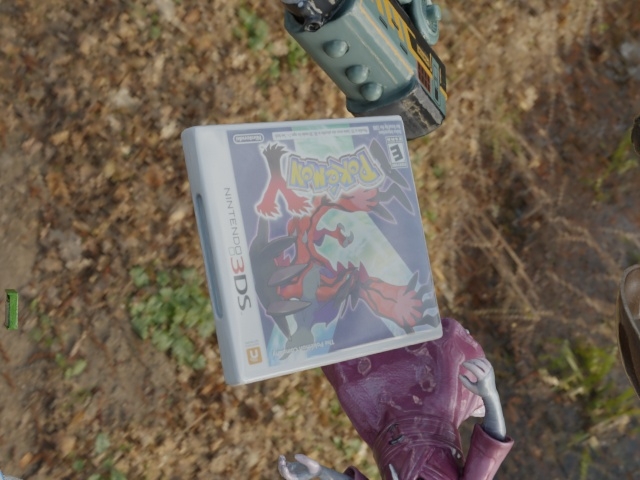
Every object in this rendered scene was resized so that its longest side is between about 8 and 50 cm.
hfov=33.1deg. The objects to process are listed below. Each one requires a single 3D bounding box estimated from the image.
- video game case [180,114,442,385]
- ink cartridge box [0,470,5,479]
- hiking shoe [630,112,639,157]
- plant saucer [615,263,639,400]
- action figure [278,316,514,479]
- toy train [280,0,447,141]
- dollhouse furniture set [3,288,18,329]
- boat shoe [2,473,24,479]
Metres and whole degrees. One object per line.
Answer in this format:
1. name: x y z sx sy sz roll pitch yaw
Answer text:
1. video game case: 0.000 0.000 0.807 0.201 0.023 0.183 -8 86 -39
2. ink cartridge box: -0.392 0.353 1.292 0.060 0.180 0.104 -21 71 -24
3. hiking shoe: 0.324 -0.006 0.683 0.113 0.132 0.304 -12 30 -43
4. plant saucer: 0.347 0.142 0.848 0.310 0.050 0.311 28 26 -15
5. action figure: 0.102 0.251 1.256 0.370 0.248 0.276 -96 167 -51
6. toy train: 0.050 -0.261 1.289 0.334 0.142 0.190 43 40 -50
7. dollhouse furniture set: -0.543 0.105 1.646 0.151 0.076 0.059 1 98 -26
8. boat shoe: -0.313 0.434 1.410 0.340 0.158 0.127 23 49 23
